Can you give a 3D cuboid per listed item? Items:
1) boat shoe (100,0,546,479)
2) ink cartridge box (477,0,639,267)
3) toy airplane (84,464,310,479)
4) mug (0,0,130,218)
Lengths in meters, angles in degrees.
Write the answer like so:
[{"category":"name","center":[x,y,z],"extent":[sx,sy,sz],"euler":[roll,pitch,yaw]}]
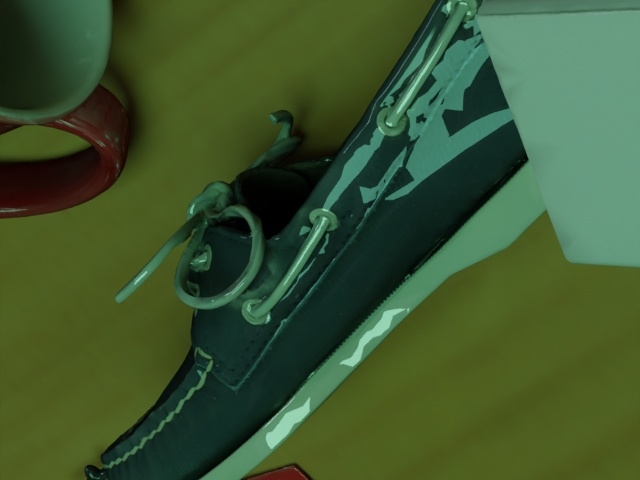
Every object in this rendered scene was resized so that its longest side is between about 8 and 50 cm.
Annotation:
[{"category":"boat shoe","center":[0.000,0.000,0.639],"extent":[0.079,0.095,0.254],"euler":[41,123,-6]},{"category":"ink cartridge box","center":[0.156,-0.056,0.478],"extent":[0.191,0.140,0.082],"euler":[2,122,50]},{"category":"toy airplane","center":[-0.049,0.148,0.782],"extent":[0.151,0.028,0.151],"euler":[9,120,16]},{"category":"mug","center":[-0.159,-0.049,0.668],"extent":[0.169,0.113,0.150],"euler":[-22,106,33]}]
